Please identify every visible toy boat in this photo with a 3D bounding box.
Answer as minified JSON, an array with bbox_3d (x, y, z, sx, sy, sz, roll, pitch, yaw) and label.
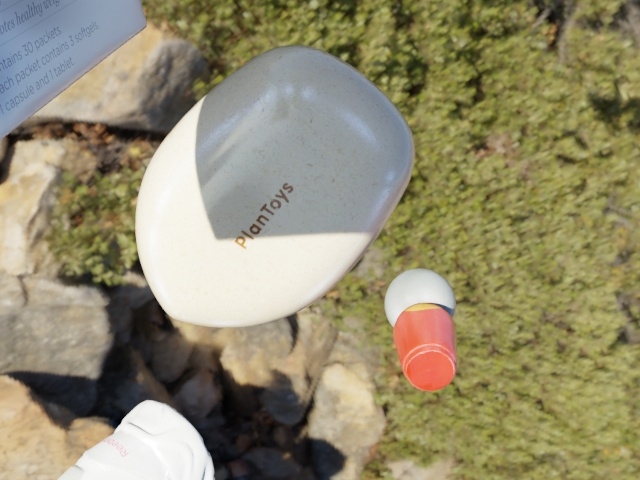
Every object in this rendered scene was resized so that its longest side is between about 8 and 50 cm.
[{"bbox_3d":[0.000,0.000,0.852,0.318,0.267,0.148,41,20,-17],"label":"toy boat"}]

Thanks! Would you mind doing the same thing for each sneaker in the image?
[{"bbox_3d":[-0.125,0.223,0.636,0.115,0.090,0.232,-24,115,-39],"label":"sneaker"}]

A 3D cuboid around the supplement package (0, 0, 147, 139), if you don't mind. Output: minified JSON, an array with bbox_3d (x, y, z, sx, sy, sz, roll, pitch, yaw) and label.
[{"bbox_3d":[-0.175,-0.163,0.338,0.139,0.133,0.244,-65,147,-58],"label":"supplement package"}]
